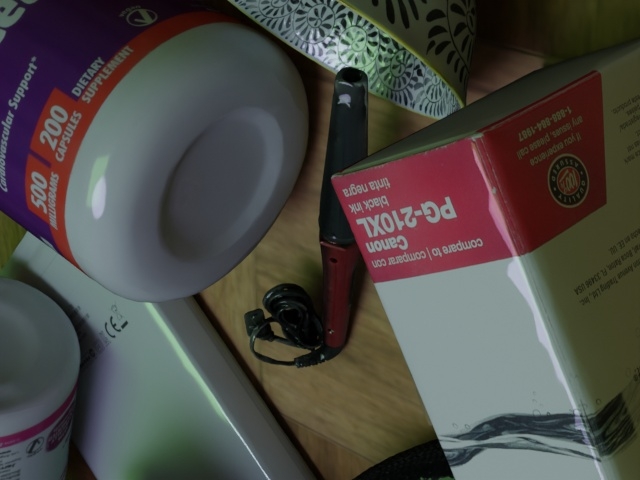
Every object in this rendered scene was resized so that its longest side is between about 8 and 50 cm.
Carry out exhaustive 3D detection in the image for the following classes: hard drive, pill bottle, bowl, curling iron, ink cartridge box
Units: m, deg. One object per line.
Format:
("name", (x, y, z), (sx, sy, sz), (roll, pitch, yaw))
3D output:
("hard drive", (-0.133, 0.140, 1.049), (0.353, 0.047, 0.233), (56, 140, 7))
("pill bottle", (-0.289, 0.178, 1.074), (0.160, 0.160, 0.283), (40, 136, 24))
("bowl", (0.022, -0.140, 0.681), (0.170, 0.170, 0.080), (29, 87, 32))
("curling iron", (0.000, 0.000, 0.795), (0.274, 0.068, 0.035), (105, 159, -52))
("pill bottle", (-0.175, -0.106, 0.848), (0.323, 0.181, 0.181), (32, 132, 30))
("ink cartridge box", (0.133, 0.041, 0.619), (0.100, 0.172, 0.237), (-13, 102, 49))

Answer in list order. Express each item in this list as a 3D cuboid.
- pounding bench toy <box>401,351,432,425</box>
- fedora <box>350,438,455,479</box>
("pounding bench toy", (0.095, 0.091, 0.779), (0.065, 0.052, 0.083), (-9, 105, 48))
("fedora", (0.108, 0.277, 0.761), (0.334, 0.334, 0.152), (13, 154, 41))
